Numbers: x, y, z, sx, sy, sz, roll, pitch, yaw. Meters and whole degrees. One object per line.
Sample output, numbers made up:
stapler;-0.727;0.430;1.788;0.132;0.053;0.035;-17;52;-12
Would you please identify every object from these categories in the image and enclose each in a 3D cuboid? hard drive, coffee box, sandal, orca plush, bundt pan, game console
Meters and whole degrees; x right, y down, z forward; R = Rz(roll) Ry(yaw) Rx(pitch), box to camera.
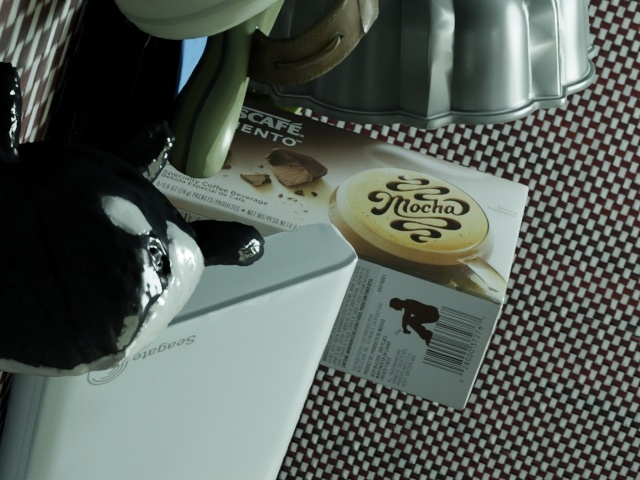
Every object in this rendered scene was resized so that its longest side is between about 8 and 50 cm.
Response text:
hard drive;-0.117;0.150;1.250;0.233;0.047;0.353;-18;144;-33
coffee box;0.000;0.000;1.436;0.168;0.297;0.119;-68;175;-53
sandal;-0.012;-0.133;1.026;0.120;0.086;0.303;-64;-179;-34
orca plush;-0.100;-0.029;0.733;0.287;0.151;0.102;-58;138;-74
bundt pan;0.077;-0.215;1.537;0.331;0.330;0.124;-69;163;-62
game console;-0.096;-0.113;1.085;0.361;0.044;0.213;-70;180;-59

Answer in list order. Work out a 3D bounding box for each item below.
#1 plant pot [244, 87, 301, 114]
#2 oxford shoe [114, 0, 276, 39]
plant pot;-0.058;-0.167;1.875;0.079;0.083;0.083;-109;-143;-71
oxford shoe;0.007;-0.297;0.882;0.130;0.169;0.449;44;67;-44
